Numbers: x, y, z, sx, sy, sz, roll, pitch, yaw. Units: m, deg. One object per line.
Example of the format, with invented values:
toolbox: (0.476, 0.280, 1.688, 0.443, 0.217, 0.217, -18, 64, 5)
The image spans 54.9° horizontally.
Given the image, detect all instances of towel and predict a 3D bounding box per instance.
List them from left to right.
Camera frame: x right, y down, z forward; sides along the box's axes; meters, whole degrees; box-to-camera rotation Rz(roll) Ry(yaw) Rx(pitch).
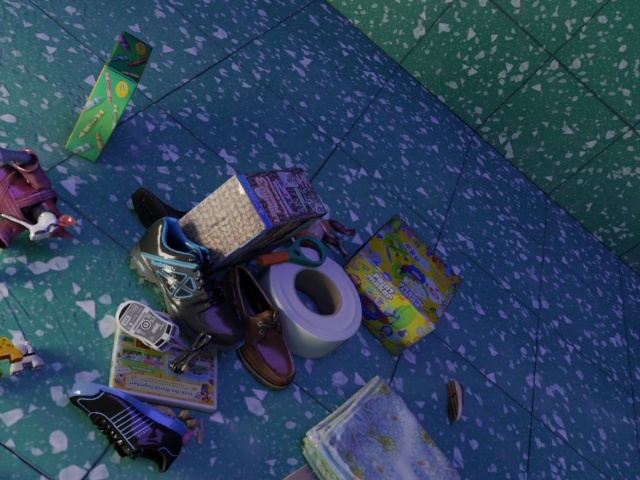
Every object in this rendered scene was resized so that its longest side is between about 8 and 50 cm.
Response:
towel: (0.162, 0.529, 1.426, 0.374, 0.090, 0.320, 52, 39, 10)

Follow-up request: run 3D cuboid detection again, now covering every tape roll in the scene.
tape roll: (-0.032, 0.157, 1.594, 0.286, 0.100, 0.286, 24, 41, -23)

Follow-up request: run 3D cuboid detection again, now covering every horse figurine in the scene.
horse figurine: (0.000, 0.000, 1.802, 0.174, 0.066, 0.263, 51, 40, 0)

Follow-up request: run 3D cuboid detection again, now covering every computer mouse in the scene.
computer mouse: (-0.331, 0.190, 1.275, 0.193, 0.042, 0.106, 35, 76, -6)

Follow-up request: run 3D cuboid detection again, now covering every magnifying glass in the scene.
magnifying glass: (-0.070, 0.035, 1.573, 0.231, 0.026, 0.092, -12, 63, -46)

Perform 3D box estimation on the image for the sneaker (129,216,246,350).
sneaker: (-0.281, 0.097, 1.358, 0.341, 0.140, 0.125, 45, 27, 9)

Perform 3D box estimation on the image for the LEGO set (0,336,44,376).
LEGO set: (-0.595, 0.189, 1.057, 0.227, 0.087, 0.093, -8, 61, -47)

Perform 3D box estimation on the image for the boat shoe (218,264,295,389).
boat shoe: (-0.148, 0.200, 1.437, 0.110, 0.104, 0.307, -20, 69, -46)

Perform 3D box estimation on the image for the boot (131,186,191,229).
boot: (-0.365, -0.064, 1.532, 0.198, 0.077, 0.137, 53, 31, -10)

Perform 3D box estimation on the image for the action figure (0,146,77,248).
action figure: (-0.659, -0.102, 1.238, 0.370, 0.248, 0.276, 32, 12, -14)

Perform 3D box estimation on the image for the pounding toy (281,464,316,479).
pounding toy: (-0.087, 0.511, 1.137, 0.206, 0.181, 0.094, -16, 66, -49)

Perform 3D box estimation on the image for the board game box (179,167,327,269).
board game box: (-0.165, -0.052, 1.510, 0.141, 0.232, 0.291, 60, 29, 7)

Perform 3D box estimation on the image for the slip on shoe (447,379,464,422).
slip on shoe: (0.387, 0.456, 1.736, 0.041, 0.051, 0.135, 29, 32, -15)

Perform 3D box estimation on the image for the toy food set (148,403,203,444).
toy food set: (-0.286, 0.367, 1.224, 0.122, 0.019, 0.078, 20, 43, -28)

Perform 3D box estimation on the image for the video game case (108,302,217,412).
video game case: (-0.324, 0.248, 1.301, 0.227, 0.026, 0.206, 20, 43, -29)

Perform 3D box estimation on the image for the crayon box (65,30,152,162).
crayon box: (-0.509, -0.341, 1.481, 0.081, 0.278, 0.165, 26, 40, -24)

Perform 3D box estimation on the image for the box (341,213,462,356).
box: (0.219, 0.123, 1.791, 0.290, 0.177, 0.279, 46, 37, 2)

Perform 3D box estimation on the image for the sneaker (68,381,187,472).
sneaker: (-0.362, 0.342, 1.129, 0.232, 0.081, 0.090, 29, 47, -13)
